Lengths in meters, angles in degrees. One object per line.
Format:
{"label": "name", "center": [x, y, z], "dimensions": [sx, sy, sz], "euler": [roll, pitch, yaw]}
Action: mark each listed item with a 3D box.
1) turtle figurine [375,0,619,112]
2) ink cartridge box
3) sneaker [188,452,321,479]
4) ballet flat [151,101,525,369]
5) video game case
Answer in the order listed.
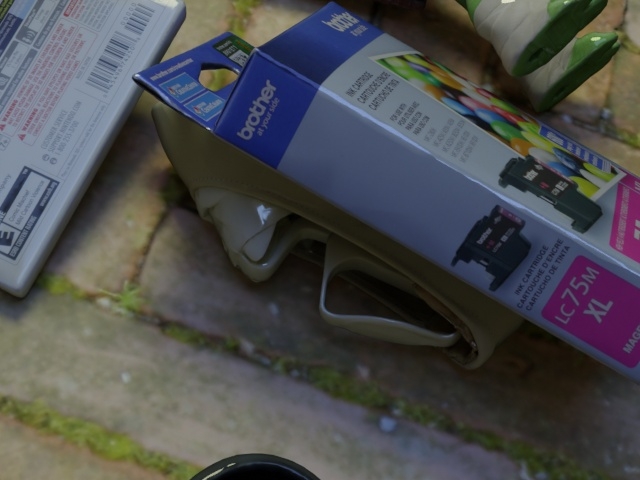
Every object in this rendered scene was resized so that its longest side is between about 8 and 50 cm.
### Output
{"label": "turtle figurine", "center": [0.108, -0.236, 0.897], "dimensions": [0.274, 0.198, 0.266], "euler": [-29, 70, -23]}
{"label": "ink cartridge box", "center": [0.064, -0.049, 0.776], "dimensions": [0.311, 0.065, 0.186], "euler": [28, 21, 4]}
{"label": "sneaker", "center": [-0.053, 0.223, 0.584], "dimensions": [0.104, 0.147, 0.296], "euler": [12, 56, -6]}
{"label": "ballet flat", "center": [0.000, 0.000, 0.790], "dimensions": [0.248, 0.086, 0.086], "euler": [26, 55, 6]}
{"label": "video game case", "center": [-0.204, -0.092, 0.806], "dimensions": [0.183, 0.023, 0.201], "euler": [25, 74, 6]}
